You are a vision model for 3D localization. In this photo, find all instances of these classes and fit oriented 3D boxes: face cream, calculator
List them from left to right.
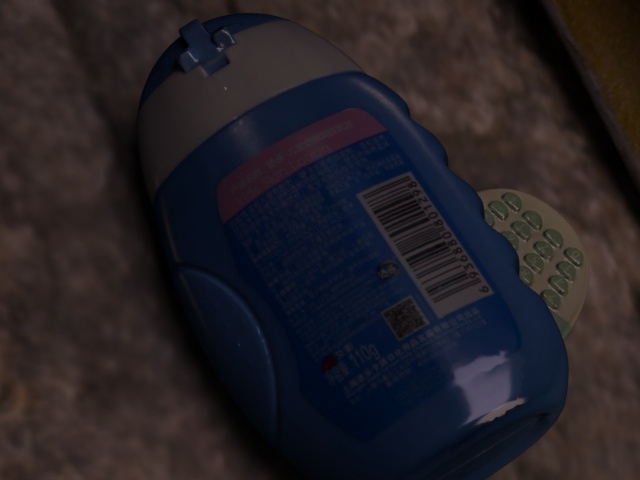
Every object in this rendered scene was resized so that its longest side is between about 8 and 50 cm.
[{"bbox_3d":[0.000,0.000,0.798,0.149,0.083,0.264,-30,67,-5],"label":"face cream"},{"bbox_3d":[0.082,0.028,0.865,0.095,0.021,0.153,42,55,7],"label":"calculator"}]

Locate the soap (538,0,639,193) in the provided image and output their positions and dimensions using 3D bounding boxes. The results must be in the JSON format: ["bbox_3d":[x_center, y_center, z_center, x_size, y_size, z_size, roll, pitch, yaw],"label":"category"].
[{"bbox_3d":[0.259,-0.149,0.987,0.259,0.143,0.281,-17,72,-28],"label":"soap"}]
